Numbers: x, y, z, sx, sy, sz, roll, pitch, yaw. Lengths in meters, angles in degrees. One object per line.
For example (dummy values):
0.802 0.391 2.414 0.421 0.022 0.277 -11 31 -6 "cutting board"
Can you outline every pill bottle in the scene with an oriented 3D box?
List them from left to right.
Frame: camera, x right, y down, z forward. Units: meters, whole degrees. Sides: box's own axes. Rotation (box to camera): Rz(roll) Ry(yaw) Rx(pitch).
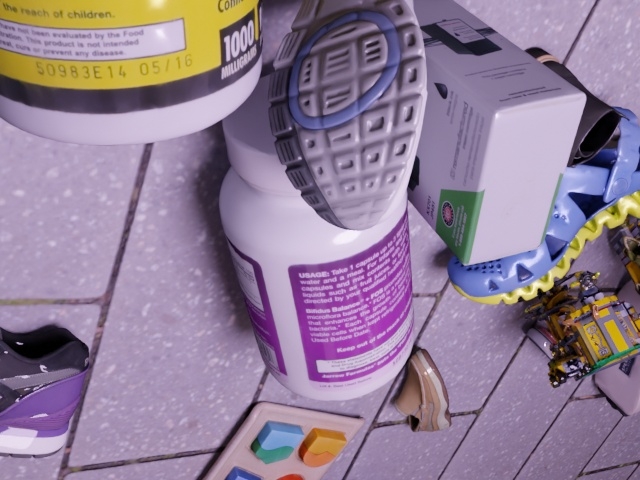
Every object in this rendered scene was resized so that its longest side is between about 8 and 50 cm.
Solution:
-0.126 -0.236 0.415 0.188 0.188 0.334 -16 133 -21 "pill bottle"
0.000 0.000 0.709 0.169 0.169 0.301 -23 136 -14 "pill bottle"

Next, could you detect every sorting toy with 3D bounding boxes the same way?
-0.055 0.306 1.028 0.208 0.038 0.193 17 115 -41 "sorting toy"

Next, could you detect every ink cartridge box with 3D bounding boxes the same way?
0.119 -0.104 0.671 0.087 0.208 0.153 -13 131 -19 "ink cartridge box"

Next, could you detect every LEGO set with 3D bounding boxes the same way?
0.407 0.034 0.969 0.331 0.192 0.255 -25 161 4 "LEGO set"

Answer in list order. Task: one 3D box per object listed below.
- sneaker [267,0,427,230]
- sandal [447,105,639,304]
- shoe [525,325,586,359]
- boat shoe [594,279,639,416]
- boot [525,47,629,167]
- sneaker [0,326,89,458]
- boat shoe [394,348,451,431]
0.032 -0.151 0.544 0.111 0.297 0.129 -4 170 21 "sneaker"
0.276 -0.049 0.894 0.317 0.126 0.138 -37 121 -5 "sandal"
0.377 0.149 1.157 0.081 0.063 0.178 -46 141 8 "shoe"
0.562 0.141 1.237 0.158 0.127 0.340 -26 144 -21 "boat shoe"
0.205 -0.090 0.787 0.077 0.137 0.198 17 116 -40 "boot"
-0.340 0.107 0.654 0.283 0.107 0.124 14 102 -44 "sneaker"
0.139 0.223 1.067 0.072 0.068 0.190 -20 135 -1 "boat shoe"
